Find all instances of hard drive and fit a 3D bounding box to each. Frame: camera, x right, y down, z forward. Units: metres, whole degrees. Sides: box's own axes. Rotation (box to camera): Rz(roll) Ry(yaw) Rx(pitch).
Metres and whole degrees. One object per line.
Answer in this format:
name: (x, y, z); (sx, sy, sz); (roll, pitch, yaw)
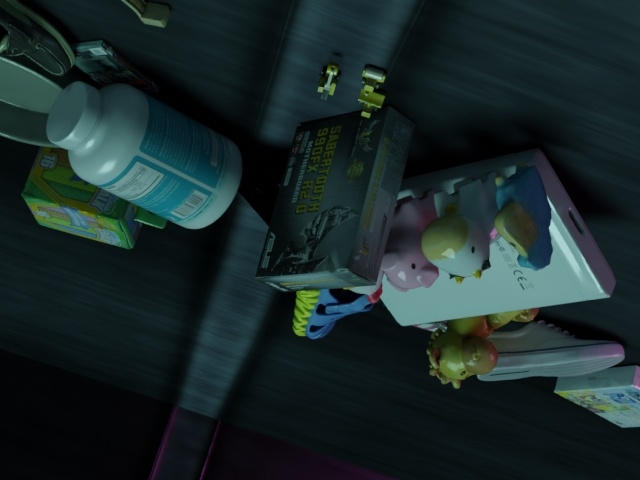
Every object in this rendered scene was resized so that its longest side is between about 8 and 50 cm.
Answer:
hard drive: (0.199, 0.005, 1.840); (0.353, 0.047, 0.233); (-12, 123, 41)

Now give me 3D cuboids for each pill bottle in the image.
pill bottle: (-0.247, -0.125, 1.857); (0.146, 0.146, 0.264); (-5, 156, 46)

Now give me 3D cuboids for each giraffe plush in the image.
giraffe plush: (0.238, 0.147, 2.168); (0.181, 0.170, 0.210); (28, 157, -28)

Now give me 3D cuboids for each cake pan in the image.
cake pan: (-0.456, -0.226, 1.928); (0.293, 0.054, 0.293); (16, 160, 6)

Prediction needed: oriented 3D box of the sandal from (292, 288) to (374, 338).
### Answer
sandal: (0.028, 0.098, 2.295); (0.138, 0.126, 0.317); (13, 161, 1)

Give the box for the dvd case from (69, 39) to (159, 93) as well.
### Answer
dvd case: (-0.289, -0.234, 1.827); (0.087, 0.013, 0.119); (0, 155, 39)

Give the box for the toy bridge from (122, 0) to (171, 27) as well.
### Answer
toy bridge: (-0.229, -0.310, 1.560); (0.063, 0.026, 0.188); (14, 160, 16)

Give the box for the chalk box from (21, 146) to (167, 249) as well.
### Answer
chalk box: (-0.340, -0.078, 2.111); (0.213, 0.132, 0.132); (14, 160, 6)

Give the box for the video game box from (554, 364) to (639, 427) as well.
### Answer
video game box: (0.566, 0.289, 2.452); (0.187, 0.048, 0.205); (26, 158, -27)

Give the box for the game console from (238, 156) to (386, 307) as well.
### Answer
game console: (0.000, 0.000, 2.016); (0.361, 0.044, 0.213); (38, -173, -45)

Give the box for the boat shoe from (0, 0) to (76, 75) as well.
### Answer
boat shoe: (-0.408, -0.274, 1.724); (0.080, 0.073, 0.223); (7, 154, 36)

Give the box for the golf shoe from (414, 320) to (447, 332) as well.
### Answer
golf shoe: (0.174, 0.124, 2.311); (0.186, 0.067, 0.086); (24, 161, -19)

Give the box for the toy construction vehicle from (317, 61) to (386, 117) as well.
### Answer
toy construction vehicle: (0.038, -0.185, 1.653); (0.086, 0.035, 0.098); (19, 160, -4)

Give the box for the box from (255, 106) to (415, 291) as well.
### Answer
box: (0.018, -0.050, 1.739); (0.056, 0.231, 0.183); (28, 158, -36)

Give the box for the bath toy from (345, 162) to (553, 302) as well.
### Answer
bath toy: (0.135, 0.006, 1.722); (0.348, 0.151, 0.129); (-14, 99, 44)

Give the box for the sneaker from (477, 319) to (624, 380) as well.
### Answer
sneaker: (0.385, 0.178, 2.260); (0.258, 0.091, 0.094); (-2, 156, -6)
